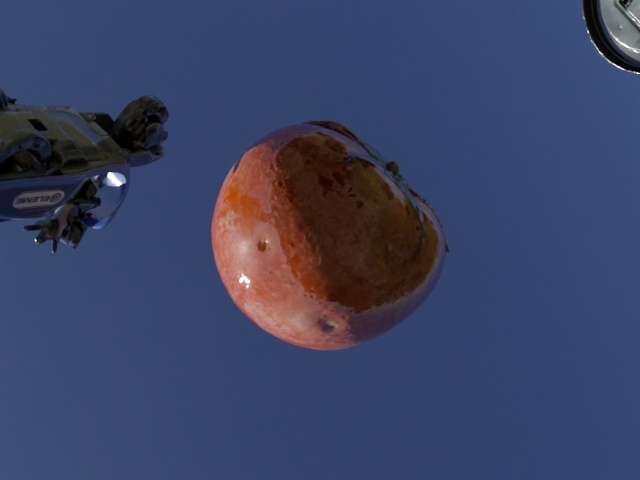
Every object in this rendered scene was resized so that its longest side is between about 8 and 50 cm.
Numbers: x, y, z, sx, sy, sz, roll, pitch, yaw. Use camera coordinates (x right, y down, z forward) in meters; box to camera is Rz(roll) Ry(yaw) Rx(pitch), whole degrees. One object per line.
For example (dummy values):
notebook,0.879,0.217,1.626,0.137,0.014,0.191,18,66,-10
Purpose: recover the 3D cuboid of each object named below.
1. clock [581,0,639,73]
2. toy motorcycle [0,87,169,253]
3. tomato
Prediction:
clock,0.410,-0.299,1.064,0.040,0.184,0.184,-19,-98,-34
toy motorcycle,-0.314,-0.068,0.948,0.125,0.212,0.359,45,-151,17
tomato,0.000,0.000,0.980,0.265,0.265,0.264,14,-117,-30
